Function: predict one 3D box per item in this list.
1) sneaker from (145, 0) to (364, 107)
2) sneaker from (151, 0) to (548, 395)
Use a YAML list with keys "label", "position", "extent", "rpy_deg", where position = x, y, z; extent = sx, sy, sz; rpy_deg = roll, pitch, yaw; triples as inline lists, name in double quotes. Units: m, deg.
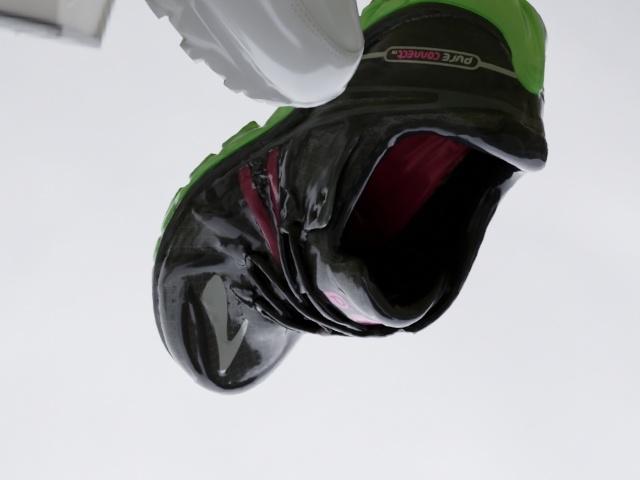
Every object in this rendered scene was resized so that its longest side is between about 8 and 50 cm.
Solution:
- label: "sneaker"
  position: [-0.029, -0.150, 0.313]
  extent: [0.095, 0.235, 0.090]
  rpy_deg: [-18, -155, 16]
- label: "sneaker"
  position: [0.000, 0.000, 0.852]
  extent: [0.185, 0.483, 0.202]
  rpy_deg: [17, -134, -26]
